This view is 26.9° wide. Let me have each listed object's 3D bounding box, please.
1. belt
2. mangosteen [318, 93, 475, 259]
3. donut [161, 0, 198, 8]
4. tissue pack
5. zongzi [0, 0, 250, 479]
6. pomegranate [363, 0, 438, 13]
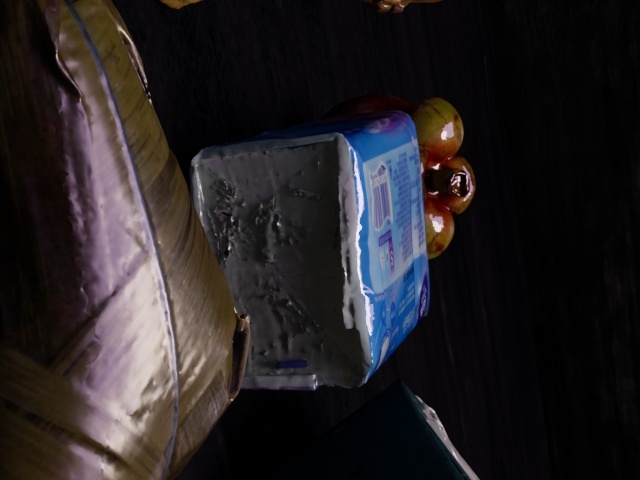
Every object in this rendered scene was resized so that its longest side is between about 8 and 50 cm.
[{"bbox_3d":[0.099,0.277,1.126,0.300,0.173,0.436,56,-3,-2],"label":"belt"},{"bbox_3d":[0.071,-0.057,1.318,0.200,0.200,0.199,-5,90,-75],"label":"mangosteen"},{"bbox_3d":[-0.098,-0.253,1.022,0.152,0.058,0.151,-3,90,-73],"label":"donut"},{"bbox_3d":[0.000,0.000,1.125,0.263,0.146,0.198,-34,119,-74],"label":"tissue pack"},{"bbox_3d":[-0.153,0.047,0.614,0.300,0.138,0.286,-62,140,-48],"label":"zongzi"},{"bbox_3d":[0.080,-0.344,1.371,0.248,0.248,0.248,-5,90,-75],"label":"pomegranate"}]
